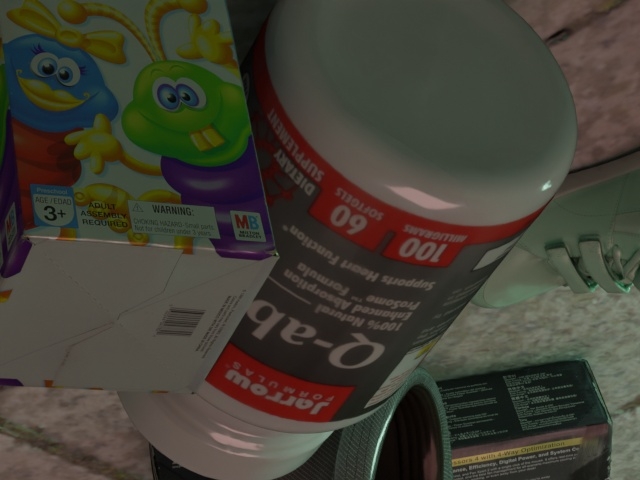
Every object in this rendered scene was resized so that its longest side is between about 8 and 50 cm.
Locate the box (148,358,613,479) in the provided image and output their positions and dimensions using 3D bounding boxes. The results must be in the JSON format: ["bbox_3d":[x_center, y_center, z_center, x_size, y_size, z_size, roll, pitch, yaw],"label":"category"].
[{"bbox_3d":[0.058,0.278,1.770,0.395,0.097,0.318,-10,132,-5],"label":"box"}]

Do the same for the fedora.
[{"bbox_3d":[0.017,0.220,1.556,0.124,0.243,0.275,4,119,21],"label":"fedora"}]

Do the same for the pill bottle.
[{"bbox_3d":[0.000,0.000,1.318,0.210,0.210,0.363,6,141,-25],"label":"pill bottle"}]

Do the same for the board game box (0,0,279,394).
[{"bbox_3d":[-0.133,-0.068,1.119,0.142,0.275,0.144,5,142,-23],"label":"board game box"}]

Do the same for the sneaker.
[{"bbox_3d":[0.222,0.025,1.478,0.256,0.151,0.094,-27,145,21],"label":"sneaker"}]
